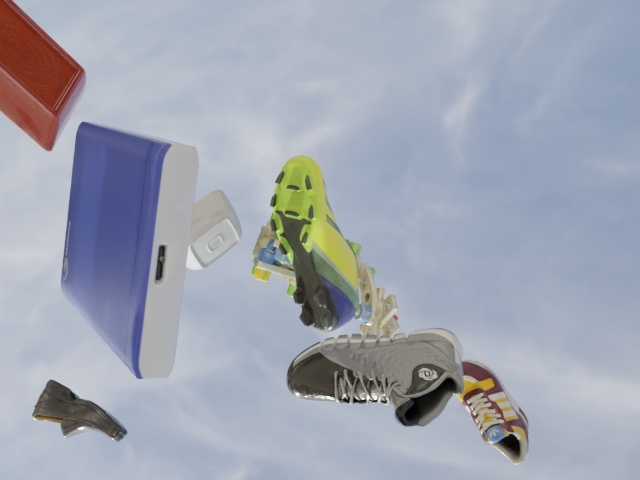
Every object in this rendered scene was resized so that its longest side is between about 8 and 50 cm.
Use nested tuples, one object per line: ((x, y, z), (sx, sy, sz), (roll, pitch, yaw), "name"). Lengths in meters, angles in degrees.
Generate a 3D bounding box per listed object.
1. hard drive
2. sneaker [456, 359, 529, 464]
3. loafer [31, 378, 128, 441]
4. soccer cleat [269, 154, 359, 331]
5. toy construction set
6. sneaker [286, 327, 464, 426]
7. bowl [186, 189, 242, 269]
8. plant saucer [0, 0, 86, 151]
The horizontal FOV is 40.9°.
((-0.208, -0.008, 0.886), (0.318, 0.040, 0.210), (21, -75, 60), "hard drive")
((0.260, 0.262, 1.316), (0.069, 0.185, 0.084), (-38, -162, 26), "sneaker")
((-0.351, 0.263, 1.250), (0.170, 0.062, 0.061), (16, -117, 35), "loafer")
((-0.001, 0.000, 1.332), (0.093, 0.289, 0.121), (4, -156, 38), "soccer cleat")
((0.012, 0.054, 1.525), (0.151, 0.327, 0.215), (-58, -150, -3), "toy construction set")
((0.067, 0.178, 1.047), (0.228, 0.086, 0.132), (-13, -151, 6), "sneaker")
((-0.207, -0.009, 1.569), (0.142, 0.142, 0.053), (-37, -120, -11), "bowl")
((-0.492, -0.298, 1.390), (0.047, 0.258, 0.259), (-36, -154, 19), "plant saucer")
